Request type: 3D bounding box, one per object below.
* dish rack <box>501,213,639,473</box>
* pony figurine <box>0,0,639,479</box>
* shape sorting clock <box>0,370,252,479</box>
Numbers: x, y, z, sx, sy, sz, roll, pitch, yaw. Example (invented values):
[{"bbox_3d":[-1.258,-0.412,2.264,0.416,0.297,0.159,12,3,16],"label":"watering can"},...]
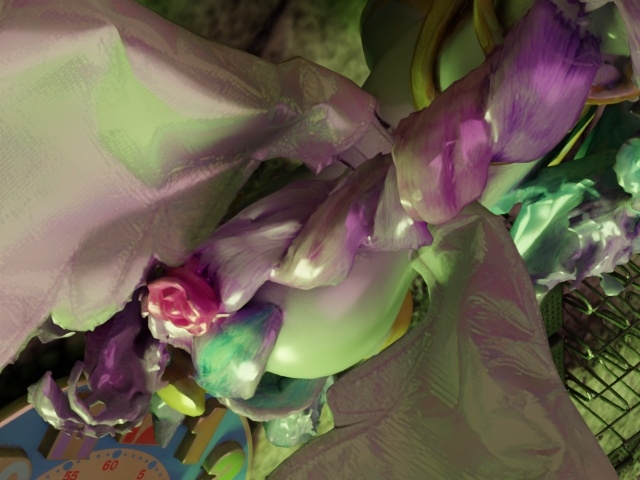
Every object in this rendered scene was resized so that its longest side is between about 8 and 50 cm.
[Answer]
[{"bbox_3d":[0.198,0.026,1.003,0.271,0.074,0.208,-32,138,-23],"label":"dish rack"},{"bbox_3d":[0.000,0.000,0.591,0.351,0.303,0.363,-48,-178,-7],"label":"pony figurine"},{"bbox_3d":[-0.119,0.144,0.817,0.206,0.040,0.206,-24,133,-28],"label":"shape sorting clock"}]
